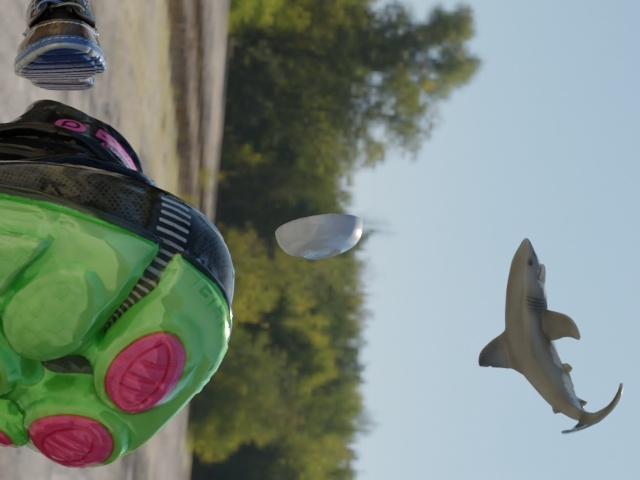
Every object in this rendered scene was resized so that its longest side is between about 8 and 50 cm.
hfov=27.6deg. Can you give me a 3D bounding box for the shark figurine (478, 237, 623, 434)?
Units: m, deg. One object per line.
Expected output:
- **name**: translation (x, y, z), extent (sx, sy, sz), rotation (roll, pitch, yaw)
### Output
- **shark figurine**: translation (0.258, 0.154, 1.598), extent (0.166, 0.116, 0.278), rotation (99, -21, -47)

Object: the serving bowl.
- **serving bowl**: translation (0.000, 0.000, 1.229), extent (0.083, 0.083, 0.027), rotation (109, -26, -74)

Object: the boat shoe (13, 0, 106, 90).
- **boat shoe**: translation (-0.200, -0.155, 0.989), extent (0.183, 0.066, 0.066), rotation (-179, -93, -76)

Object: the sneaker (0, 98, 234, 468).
- **sneaker**: translation (-0.177, -0.005, 0.737), extent (0.202, 0.185, 0.483), rotation (-53, -156, -19)
